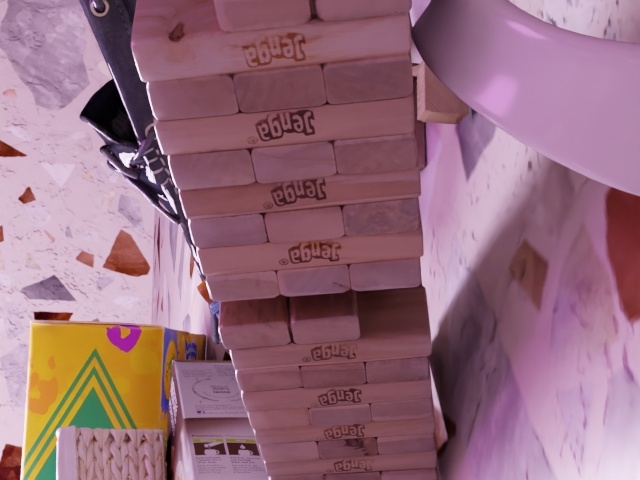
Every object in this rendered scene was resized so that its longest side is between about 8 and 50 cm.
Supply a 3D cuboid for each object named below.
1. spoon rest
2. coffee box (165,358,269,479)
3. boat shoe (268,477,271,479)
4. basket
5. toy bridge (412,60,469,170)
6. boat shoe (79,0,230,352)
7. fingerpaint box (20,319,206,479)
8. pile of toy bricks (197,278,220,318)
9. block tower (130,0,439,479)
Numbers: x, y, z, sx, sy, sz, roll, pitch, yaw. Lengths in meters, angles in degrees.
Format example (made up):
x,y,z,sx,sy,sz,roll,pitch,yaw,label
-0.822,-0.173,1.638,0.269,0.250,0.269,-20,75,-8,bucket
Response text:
x,y,z,sx,sy,sz,roll,pitch,yaw,label
0.069,-0.119,0.423,0.276,0.084,0.137,-105,22,-51,spoon rest
-0.084,0.219,0.975,0.246,0.098,0.141,-123,38,-69,coffee box
0.011,0.120,0.667,0.070,0.078,0.219,58,-173,-30,boat shoe
-0.198,0.267,1.019,0.113,0.103,0.167,116,152,-66,basket
0.047,-0.071,0.632,0.188,0.026,0.063,127,145,-70,toy bridge
-0.132,-0.111,0.973,0.187,0.156,0.500,-102,1,-66,boat shoe
-0.255,0.293,1.364,0.445,0.163,0.371,90,-178,-84,fingerpaint box
-0.050,-0.005,0.721,0.118,0.105,0.212,-40,6,8,pile of toy bricks
0.000,0.000,0.467,0.335,0.091,0.097,81,-174,-48,block tower
